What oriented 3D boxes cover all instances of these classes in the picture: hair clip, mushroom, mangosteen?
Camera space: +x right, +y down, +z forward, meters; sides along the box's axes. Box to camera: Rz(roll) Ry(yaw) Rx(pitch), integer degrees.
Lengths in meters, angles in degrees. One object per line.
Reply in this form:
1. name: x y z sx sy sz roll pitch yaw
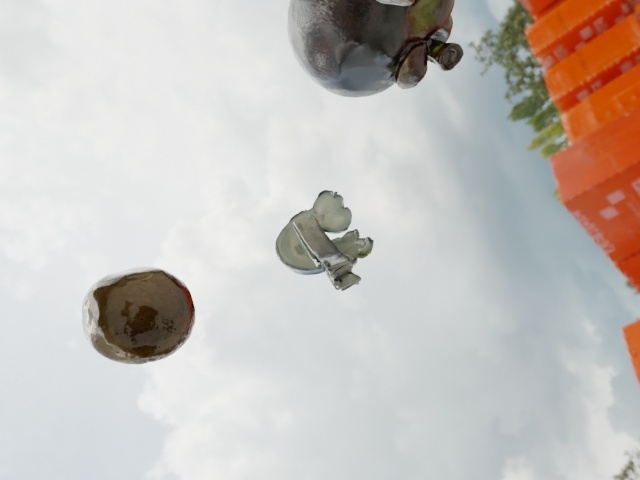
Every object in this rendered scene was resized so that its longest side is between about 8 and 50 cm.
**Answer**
1. hair clip: 0.000 0.000 0.892 0.172 0.116 0.049 -125 17 -51
2. mushroom: -0.138 0.058 0.563 0.129 0.088 0.073 27 -105 -79
3. mangosteen: 0.082 -0.306 1.000 0.265 0.228 0.228 26 -154 17

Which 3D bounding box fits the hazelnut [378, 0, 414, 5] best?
1. hazelnut: 0.058 -0.222 0.361 0.160 0.170 0.202 50 -168 -1
